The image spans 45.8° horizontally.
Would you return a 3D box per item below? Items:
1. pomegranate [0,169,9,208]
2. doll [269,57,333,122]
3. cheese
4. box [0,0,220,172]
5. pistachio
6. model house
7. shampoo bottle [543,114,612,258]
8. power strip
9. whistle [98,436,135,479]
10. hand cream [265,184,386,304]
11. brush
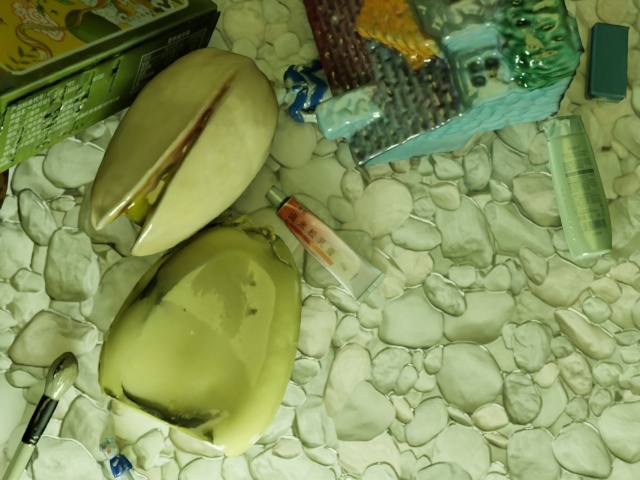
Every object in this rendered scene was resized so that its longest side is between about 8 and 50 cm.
[{"bbox_3d":[-0.583,-0.067,1.027,0.285,0.285,0.340,40,116,5],"label":"pomegranate"},{"bbox_3d":[-0.010,-0.224,1.144,0.227,0.057,0.113,-10,85,-6],"label":"doll"},{"bbox_3d":[-0.151,0.114,1.056,0.260,0.128,0.315,22,87,-5],"label":"cheese"},{"bbox_3d":[-0.403,-0.320,1.003,0.373,0.138,0.420,41,43,6],"label":"box"},{"bbox_3d":[-0.183,-0.121,1.036,0.193,0.214,0.318,34,67,-8],"label":"pistachio"},{"bbox_3d":[0.125,-0.311,1.053,0.339,0.297,0.360,-18,82,8],"label":"model house"},{"bbox_3d":[0.383,-0.081,1.131,0.072,0.049,0.212,-9,82,-2],"label":"shampoo bottle"},{"bbox_3d":[0.443,-0.276,1.172,0.056,0.032,0.123,7,80,0],"label":"power strip"},{"bbox_3d":[-0.284,0.315,1.064,0.033,0.029,0.083,-43,76,30],"label":"whistle"},{"bbox_3d":[-0.001,0.001,1.121,0.216,0.038,0.052,43,110,2],"label":"hand cream"},{"bbox_3d":[-0.414,0.294,1.059,0.039,0.042,0.299,31,80,-36],"label":"brush"}]
